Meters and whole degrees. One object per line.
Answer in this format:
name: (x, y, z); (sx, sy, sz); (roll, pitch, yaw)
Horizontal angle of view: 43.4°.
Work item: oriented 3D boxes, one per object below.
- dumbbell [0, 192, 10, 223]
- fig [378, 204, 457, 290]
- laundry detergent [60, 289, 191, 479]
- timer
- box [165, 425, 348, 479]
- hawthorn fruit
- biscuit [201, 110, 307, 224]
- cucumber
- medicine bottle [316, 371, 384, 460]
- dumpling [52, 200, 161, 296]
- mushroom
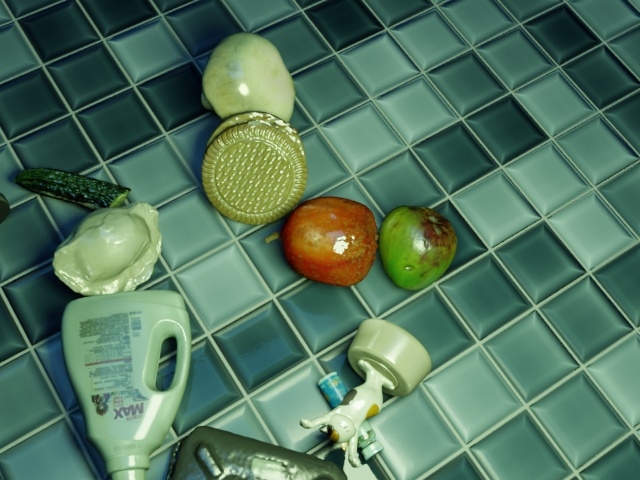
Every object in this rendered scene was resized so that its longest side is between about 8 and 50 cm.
dumbbell: (-0.790, -0.115, 1.782); (0.143, 0.143, 0.325); (-27, 70, -17)
fig: (0.214, 0.017, 1.800); (0.181, 0.181, 0.191); (19, 93, 4)
laundry detergent: (-0.383, 0.305, 1.629); (0.264, 0.124, 0.397); (-7, 66, -9)
timer: (0.088, 0.311, 1.624); (0.175, 0.175, 0.266); (32, 60, 10)
box: (-0.148, 0.559, 1.544); (0.359, 0.091, 0.350); (15, 64, 0)
hawthorn fruit: (0.000, 0.000, 1.774); (0.253, 0.205, 0.205); (4, 64, 2)
biscuit: (-0.148, -0.164, 1.833); (0.259, 0.259, 0.079); (2, 21, -4)
cucumber: (-0.568, -0.121, 1.845); (0.265, 0.077, 0.077); (17, 64, 4)
medicine bottle: (0.062, 0.364, 1.678); (0.051, 0.051, 0.191); (-28, 69, -17)
dumpling: (-0.453, 0.026, 1.752); (0.258, 0.147, 0.193); (-29, 110, -29)
mushroom: (-0.192, -0.358, 1.922); (0.234, 0.254, 0.260); (-10, 77, 35)
